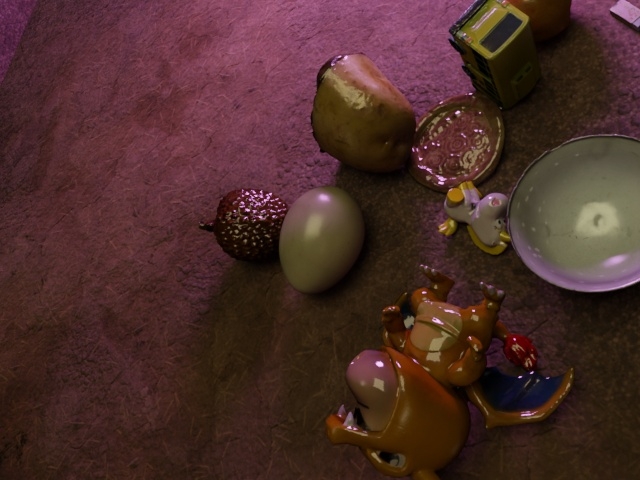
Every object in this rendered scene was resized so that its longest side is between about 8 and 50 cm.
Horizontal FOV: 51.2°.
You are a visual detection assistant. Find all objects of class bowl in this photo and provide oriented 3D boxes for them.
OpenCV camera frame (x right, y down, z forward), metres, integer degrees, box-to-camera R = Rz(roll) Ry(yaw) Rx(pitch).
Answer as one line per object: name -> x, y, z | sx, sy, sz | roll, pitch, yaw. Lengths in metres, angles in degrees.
bowl -> 0.528, -0.033, 1.270 | 0.313, 0.146, 0.313 | -10, 67, 25

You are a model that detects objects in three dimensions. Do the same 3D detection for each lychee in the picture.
lychee -> -0.179, -0.037, 1.633 | 0.238, 0.200, 0.200 | -5, 66, 4

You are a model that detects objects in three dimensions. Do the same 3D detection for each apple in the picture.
apple -> 0.486, -0.533, 1.490 | 0.155, 0.182, 0.182 | 9, 73, 7

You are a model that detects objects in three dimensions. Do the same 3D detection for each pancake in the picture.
pancake -> 0.308, -0.222, 1.532 | 0.250, 0.031, 0.250 | -11, 69, 31

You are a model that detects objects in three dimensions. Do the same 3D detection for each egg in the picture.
egg -> 0.000, 0.000, 1.520 | 0.188, 0.188, 0.254 | 17, 84, 33

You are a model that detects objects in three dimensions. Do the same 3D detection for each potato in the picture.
potato -> 0.111, -0.270, 1.534 | 0.242, 0.285, 0.242 | 2, 46, -2

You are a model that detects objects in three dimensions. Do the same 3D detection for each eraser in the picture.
eraser -> 0.677, -0.493, 1.459 | 0.038, 0.019, 0.083 | -41, 57, 6

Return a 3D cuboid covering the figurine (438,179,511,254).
figurine -> 0.343, -0.048, 1.423 | 0.178, 0.109, 0.130 | 28, 111, 34

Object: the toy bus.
toy bus -> 0.385, -0.399, 1.440 | 0.128, 0.262, 0.150 | -46, 63, 6

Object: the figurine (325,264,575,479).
figurine -> 0.227, 0.266, 1.241 | 0.401, 0.268, 0.387 | 23, 79, 29
